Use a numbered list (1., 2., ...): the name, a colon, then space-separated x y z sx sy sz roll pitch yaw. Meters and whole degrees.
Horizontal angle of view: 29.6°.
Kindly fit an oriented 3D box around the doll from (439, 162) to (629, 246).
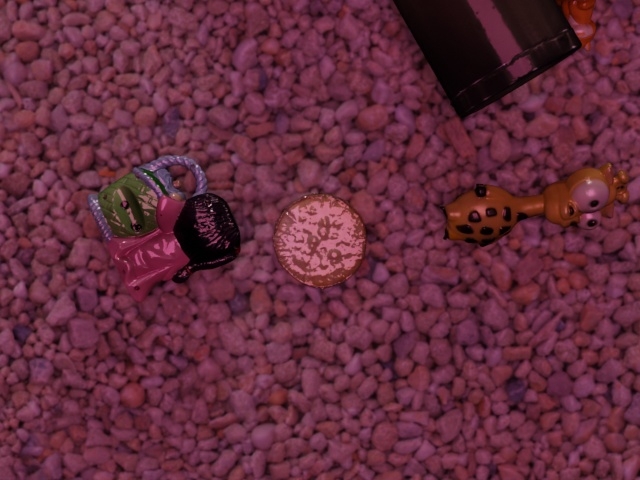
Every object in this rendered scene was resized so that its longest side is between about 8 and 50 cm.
1. doll: 0.326 -0.050 1.838 0.291 0.086 0.117 -10 135 1

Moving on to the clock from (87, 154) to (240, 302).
1. clock: -0.234 -0.027 1.848 0.196 0.100 0.194 -23 93 2

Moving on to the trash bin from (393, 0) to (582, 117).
1. trash bin: 0.212 -0.355 1.747 0.203 0.252 0.301 -30 90 -31

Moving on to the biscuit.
1. biscuit: 0.000 0.000 1.882 0.152 0.020 0.152 0 96 2

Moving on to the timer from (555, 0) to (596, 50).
1. timer: 0.381 -0.356 1.802 0.132 0.132 0.152 -7 117 2
